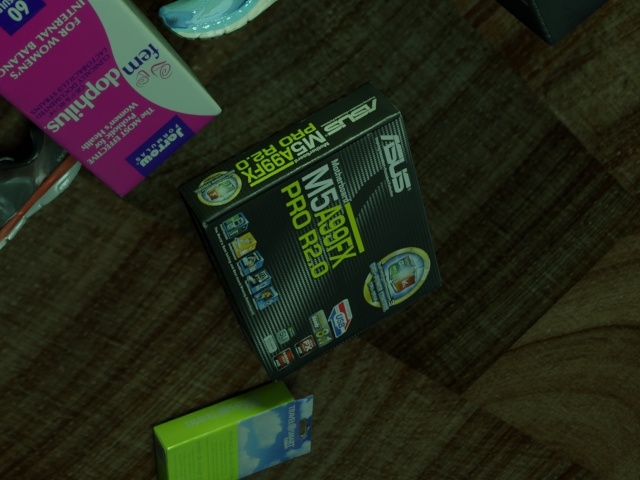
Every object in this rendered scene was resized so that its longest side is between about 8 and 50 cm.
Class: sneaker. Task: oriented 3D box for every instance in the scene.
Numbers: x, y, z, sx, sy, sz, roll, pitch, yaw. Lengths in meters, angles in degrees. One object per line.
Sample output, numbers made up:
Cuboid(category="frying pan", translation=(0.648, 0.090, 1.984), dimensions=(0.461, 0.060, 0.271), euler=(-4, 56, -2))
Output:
Cuboid(category="sneaker", translation=(-0.273, -0.037, 1.023), dimensions=(0.158, 0.061, 0.065), euler=(-42, 112, 4))
Cuboid(category="sneaker", translation=(-0.066, -0.222, 0.996), dimensions=(0.162, 0.063, 0.073), euler=(-34, 122, -11))

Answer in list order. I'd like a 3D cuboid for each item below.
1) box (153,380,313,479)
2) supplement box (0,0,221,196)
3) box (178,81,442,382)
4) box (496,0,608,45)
Cuboid(category="box", translation=(-0.097, 0.225, 1.386), dimensions=(0.178, 0.042, 0.109), euler=(-18, 136, -22))
Cuboid(category="supplement box", translation=(-0.190, -0.149, 0.922), dimensions=(0.111, 0.114, 0.220), euler=(-41, 141, 3))
Cuboid(category="box", translation=(0.000, 0.000, 1.233), dimensions=(0.216, 0.060, 0.270), euler=(-29, 139, -10))
Cuboid(category="box", translation=(0.174, -0.322, 0.994), dimensions=(0.165, 0.143, 0.270), euler=(-38, 140, 0))
